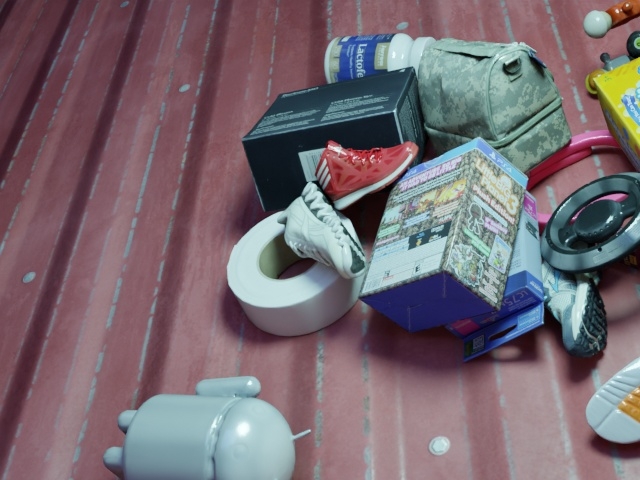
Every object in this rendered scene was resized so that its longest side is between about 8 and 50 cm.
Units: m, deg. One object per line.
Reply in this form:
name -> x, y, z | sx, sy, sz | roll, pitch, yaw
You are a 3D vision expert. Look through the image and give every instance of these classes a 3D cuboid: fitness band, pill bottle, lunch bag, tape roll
fitness band -> 0.521, -0.119, 1.745 | 0.290, 0.054, 0.209 | -28, 42, -1
pill bottle -> 0.156, -0.438, 2.173 | 0.264, 0.153, 0.153 | 3, 49, 29
lunch bag -> 0.346, -0.293, 1.812 | 0.212, 0.256, 0.305 | -36, 28, -12
tape roll -> -0.048, 0.058, 1.809 | 0.286, 0.100, 0.286 | -14, 44, 13

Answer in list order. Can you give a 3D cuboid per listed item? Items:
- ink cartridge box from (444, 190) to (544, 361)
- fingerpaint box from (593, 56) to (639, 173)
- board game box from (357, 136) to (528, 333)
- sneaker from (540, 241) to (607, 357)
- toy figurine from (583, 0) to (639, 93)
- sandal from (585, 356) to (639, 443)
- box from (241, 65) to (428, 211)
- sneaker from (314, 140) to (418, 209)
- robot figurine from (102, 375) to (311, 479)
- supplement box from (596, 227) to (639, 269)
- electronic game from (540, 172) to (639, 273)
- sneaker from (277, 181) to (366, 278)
ink cartridge box -> 0.317, 0.057, 1.610 | 0.185, 0.065, 0.311 | -32, 36, 35
fingerpaint box -> 0.749, -0.196, 1.531 | 0.371, 0.163, 0.445 | -24, 43, 12
board game box -> 0.226, -0.005, 1.599 | 0.232, 0.141, 0.291 | -22, 40, 50
sneaker -> 0.434, 0.103, 1.543 | 0.122, 0.110, 0.283 | -16, 34, 27
toy figurine -> 0.659, -0.387, 1.832 | 0.148, 0.210, 0.213 | -25, 41, -16
sandal -> 0.535, 0.221, 1.373 | 0.265, 0.076, 0.102 | -42, 66, -2
box -> 0.047, -0.228, 1.931 | 0.343, 0.179, 0.312 | -8, 26, 19
sneaker -> 0.078, -0.158, 1.729 | 0.221, 0.128, 0.087 | -34, 17, 27
robot figurine -> -0.192, 0.366, 1.489 | 0.353, 0.200, 0.300 | -2, 56, 25
supplement box -> 0.553, 0.009, 1.597 | 0.083, 0.055, 0.043 | 26, 64, 42
electronic game -> 0.488, -0.032, 1.522 | 0.229, 0.048, 0.229 | -34, 26, 19
sneaker -> 0.000, 0.000, 1.702 | 0.118, 0.110, 0.292 | -35, 34, 1
